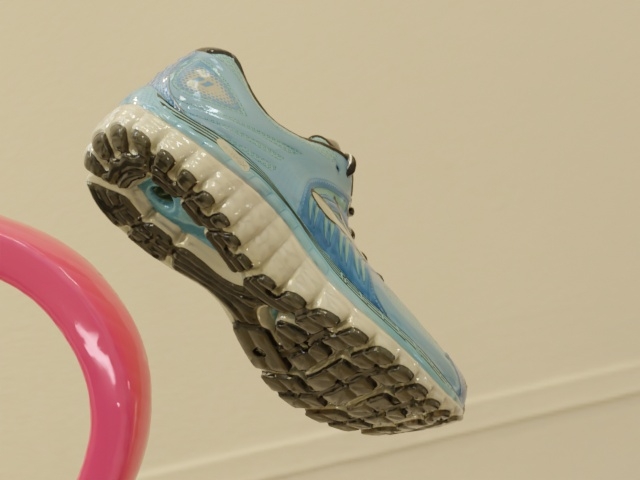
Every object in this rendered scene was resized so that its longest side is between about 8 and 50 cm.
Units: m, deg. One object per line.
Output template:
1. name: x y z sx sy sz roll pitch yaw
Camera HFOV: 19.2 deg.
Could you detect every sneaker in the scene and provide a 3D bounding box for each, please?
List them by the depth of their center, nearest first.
1. sneaker: 0.000 0.000 0.622 0.162 0.063 0.073 49 -128 -22

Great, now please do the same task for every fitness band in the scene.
1. fitness band: -0.235 0.075 1.032 0.290 0.054 0.209 17 -79 11
